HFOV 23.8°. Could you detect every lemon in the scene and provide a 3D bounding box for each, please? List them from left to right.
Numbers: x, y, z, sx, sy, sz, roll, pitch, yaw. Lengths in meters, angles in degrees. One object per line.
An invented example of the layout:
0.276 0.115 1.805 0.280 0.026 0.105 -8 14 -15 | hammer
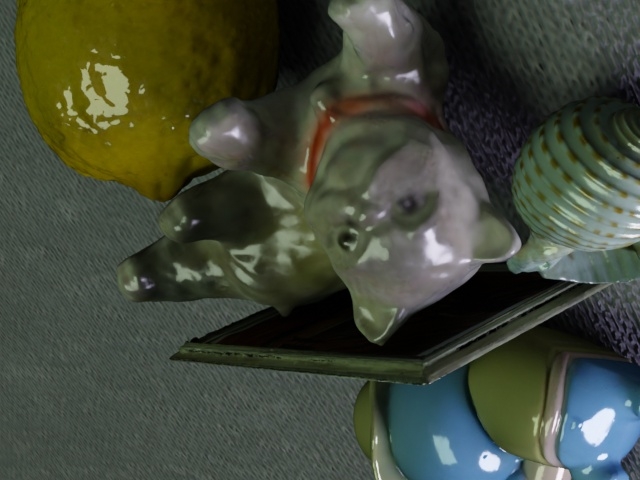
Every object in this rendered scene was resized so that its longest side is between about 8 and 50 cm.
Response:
-0.122 -0.142 1.089 0.192 0.192 0.231 -5 87 50 | lemon

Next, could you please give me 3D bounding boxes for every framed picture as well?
0.050 0.051 1.089 0.273 0.216 0.016 -1 107 48 | framed picture

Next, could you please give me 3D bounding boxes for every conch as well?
0.183 -0.031 0.952 0.135 0.102 0.153 19 163 -10 | conch

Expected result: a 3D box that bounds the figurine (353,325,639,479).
0.136 0.143 1.137 0.262 0.154 0.180 13 122 46 | figurine

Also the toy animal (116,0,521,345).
0.000 0.000 1.050 0.308 0.266 0.188 -38 81 13 | toy animal
